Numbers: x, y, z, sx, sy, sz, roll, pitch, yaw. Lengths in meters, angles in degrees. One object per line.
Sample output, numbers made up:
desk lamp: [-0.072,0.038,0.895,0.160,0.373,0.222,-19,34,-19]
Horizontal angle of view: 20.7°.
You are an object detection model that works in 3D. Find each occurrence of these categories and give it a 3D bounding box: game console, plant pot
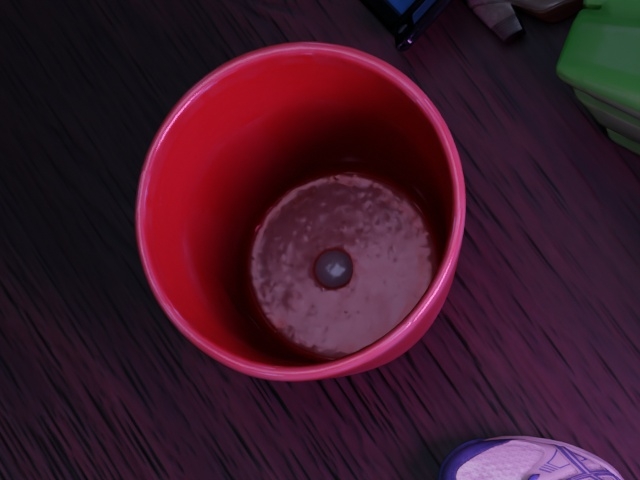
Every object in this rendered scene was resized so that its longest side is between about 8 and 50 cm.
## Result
game console: [0.090,-0.246,1.604,0.071,0.107,0.122,40,104,-10]
plant pot: [0.000,0.000,1.484,0.275,0.243,0.275,-2,77,9]

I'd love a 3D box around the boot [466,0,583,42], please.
boot: [0.192,-0.238,1.612,0.118,0.042,0.087,-23,72,4]

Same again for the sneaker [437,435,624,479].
sneaker: [0.233,0.235,1.446,0.296,0.131,0.112,21,83,16]

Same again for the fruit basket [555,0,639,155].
fruit basket: [0.434,-0.195,1.459,0.392,0.283,0.392,-10,67,25]
